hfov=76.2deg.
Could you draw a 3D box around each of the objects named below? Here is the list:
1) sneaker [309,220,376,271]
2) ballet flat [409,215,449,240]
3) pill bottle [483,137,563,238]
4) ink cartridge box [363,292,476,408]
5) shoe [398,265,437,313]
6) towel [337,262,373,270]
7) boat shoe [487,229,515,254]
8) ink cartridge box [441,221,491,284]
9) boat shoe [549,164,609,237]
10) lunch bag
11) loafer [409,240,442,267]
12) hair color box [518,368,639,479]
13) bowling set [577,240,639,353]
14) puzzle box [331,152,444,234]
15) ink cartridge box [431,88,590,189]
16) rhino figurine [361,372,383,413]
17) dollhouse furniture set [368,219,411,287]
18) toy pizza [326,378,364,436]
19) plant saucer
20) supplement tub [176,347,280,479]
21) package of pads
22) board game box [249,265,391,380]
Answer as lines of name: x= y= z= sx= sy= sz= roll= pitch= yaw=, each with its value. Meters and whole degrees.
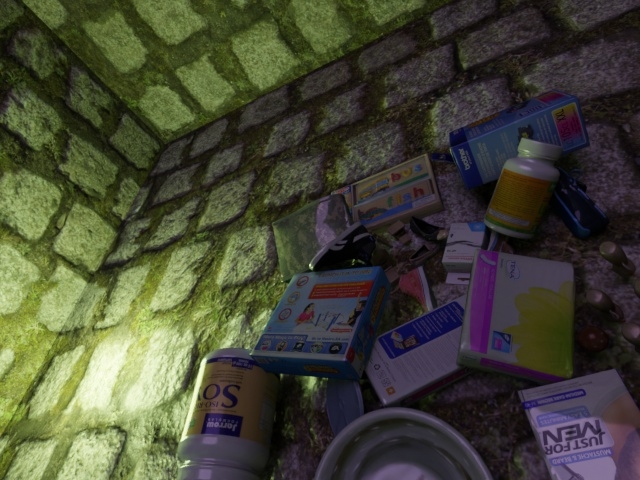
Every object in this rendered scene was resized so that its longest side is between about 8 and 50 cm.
sneaker: x=0.080 y=0.045 z=1.218 sx=0.217 sy=0.079 sz=0.121 roll=-40 pitch=77 yaw=-18
ballet flat: x=0.336 y=-0.036 z=1.286 sx=0.058 sy=0.049 sz=0.173 roll=-30 pitch=25 yaw=-17
pill bottle: x=0.542 y=-0.140 z=1.085 sx=0.136 sy=0.137 sz=0.245 roll=41 pitch=125 yaw=50
ink cartridge box: x=0.284 y=0.267 z=1.017 sx=0.371 sy=0.069 sz=0.175 roll=-26 pitch=39 yaw=-6
shoe: x=0.278 y=0.154 z=1.174 sx=0.081 sy=0.063 sz=0.177 roll=-25 pitch=36 yaw=19
towel: x=0.032 y=0.195 z=1.285 sx=0.309 sy=0.076 sz=0.227 roll=-20 pitch=33 yaw=19
boat shoe: x=0.492 y=0.038 z=1.108 sx=0.066 sy=0.066 sz=0.183 roll=-2 pitch=52 yaw=35
ink cartridge box: x=0.417 y=0.035 z=1.173 sx=0.104 sy=0.060 sz=0.180 roll=-1 pitch=53 yaw=37
boat shoe: x=0.676 y=-0.120 z=1.106 sx=0.089 sy=0.109 sz=0.258 roll=-21 pitch=59 yaw=12
lunch bag: x=0.000 y=0.000 z=1.394 sx=0.287 sy=0.169 sz=0.235 roll=-25 pitch=64 yaw=28
loafer: x=0.325 y=0.031 z=1.264 sx=0.125 sy=0.039 sz=0.045 roll=-44 pitch=39 yaw=-5
hair color box: x=0.507 y=0.419 z=0.712 sx=0.185 sy=0.110 sz=0.338 roll=-23 pitch=44 yaw=18
bowling set: x=0.639 y=0.160 z=0.851 sx=0.200 sy=0.154 sz=0.286 roll=-44 pitch=37 yaw=25
puzzle box: x=0.228 y=-0.149 z=1.500 sx=0.409 sy=0.052 sz=0.272 roll=-21 pitch=42 yaw=22
ink cartridge box: x=0.546 y=-0.297 z=1.242 sx=0.396 sy=0.151 sz=0.270 roll=-22 pitch=16 yaw=23
rhino figurine: x=0.142 y=0.360 z=1.070 sx=0.107 sy=0.073 sz=0.243 roll=-15 pitch=40 yaw=-6
dollhouse furniture set: x=0.230 y=0.023 z=1.298 sx=0.161 sy=0.101 sz=0.182 roll=-37 pitch=40 yaw=3
toy pizza: x=0.067 y=0.415 z=1.038 sx=0.201 sy=0.032 sz=0.201 roll=-177 pitch=90 yaw=-66
plant saucer: x=0.170 y=0.558 z=0.828 sx=0.401 sy=0.100 sz=0.400 roll=-16 pitch=52 yaw=22
supplement tub: x=-0.247 y=0.493 z=1.122 sx=0.241 sy=0.241 sz=0.331 roll=-18 pitch=44 yaw=24
package of pads: x=0.453 y=0.167 z=0.938 sx=0.229 sy=0.101 sz=0.296 roll=10 pitch=56 yaw=18
board game box: x=0.006 y=0.216 z=1.115 sx=0.309 sy=0.086 sz=0.301 roll=-8 pitch=38 yaw=35
